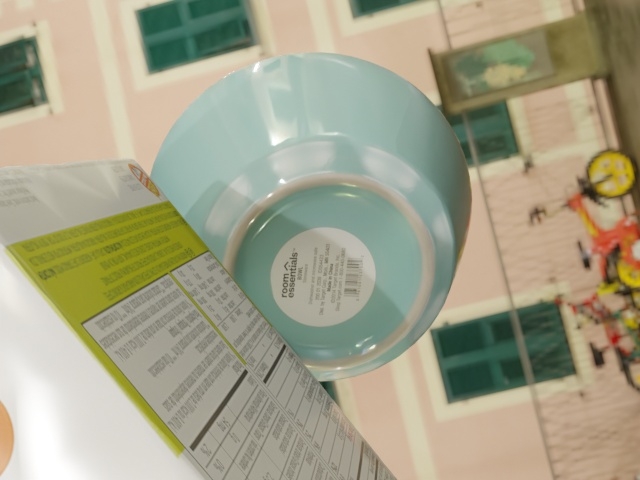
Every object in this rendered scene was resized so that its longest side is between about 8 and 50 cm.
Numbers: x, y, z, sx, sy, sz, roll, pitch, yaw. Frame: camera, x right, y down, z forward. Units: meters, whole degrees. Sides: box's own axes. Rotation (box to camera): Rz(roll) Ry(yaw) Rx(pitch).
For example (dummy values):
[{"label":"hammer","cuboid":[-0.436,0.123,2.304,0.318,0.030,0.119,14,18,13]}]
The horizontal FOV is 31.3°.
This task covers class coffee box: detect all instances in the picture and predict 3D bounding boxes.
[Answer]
[{"label":"coffee box","cuboid":[-0.169,0.184,0.658,0.334,0.338,0.338,51,-174,-2]}]

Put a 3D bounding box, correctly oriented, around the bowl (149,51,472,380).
[{"label":"bowl","cuboid":[0.000,0.000,1.017,0.163,0.312,0.311,-109,2,-69]}]
